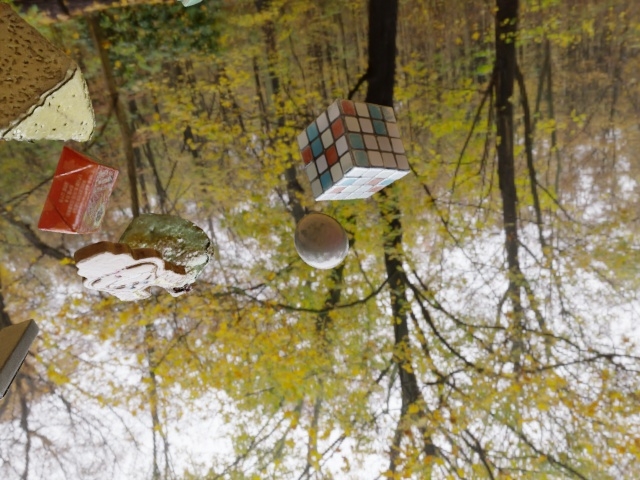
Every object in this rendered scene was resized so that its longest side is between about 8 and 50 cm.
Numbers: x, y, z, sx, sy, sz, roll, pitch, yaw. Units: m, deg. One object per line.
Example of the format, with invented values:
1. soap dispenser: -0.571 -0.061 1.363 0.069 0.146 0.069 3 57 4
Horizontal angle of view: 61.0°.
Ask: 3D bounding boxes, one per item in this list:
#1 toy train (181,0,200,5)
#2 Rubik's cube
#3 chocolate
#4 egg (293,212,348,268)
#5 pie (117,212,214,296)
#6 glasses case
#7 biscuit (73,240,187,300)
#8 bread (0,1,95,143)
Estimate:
1. toy train: -0.209 -0.473 0.888 0.080 0.125 0.194 -42 -157 -23
2. Rubik's cube: 0.110 -0.299 1.849 0.258 0.257 0.253 -5 164 -36
3. chocolate: -0.676 -0.131 1.538 0.107 0.235 0.237 18 180 -5
4. egg: 0.000 0.000 1.075 0.103 0.103 0.135 -17 -145 -19
5. pie: -0.447 0.035 1.585 0.257 0.274 0.106 -46 -143 21
6. glasses case: -0.608 0.232 1.042 0.070 0.047 0.205 -19 -154 0
7. biscuit: -0.416 0.073 1.179 0.185 0.044 0.295 -24 158 9
8. bread: -0.641 -0.288 1.143 0.248 0.315 0.279 36 -122 2
